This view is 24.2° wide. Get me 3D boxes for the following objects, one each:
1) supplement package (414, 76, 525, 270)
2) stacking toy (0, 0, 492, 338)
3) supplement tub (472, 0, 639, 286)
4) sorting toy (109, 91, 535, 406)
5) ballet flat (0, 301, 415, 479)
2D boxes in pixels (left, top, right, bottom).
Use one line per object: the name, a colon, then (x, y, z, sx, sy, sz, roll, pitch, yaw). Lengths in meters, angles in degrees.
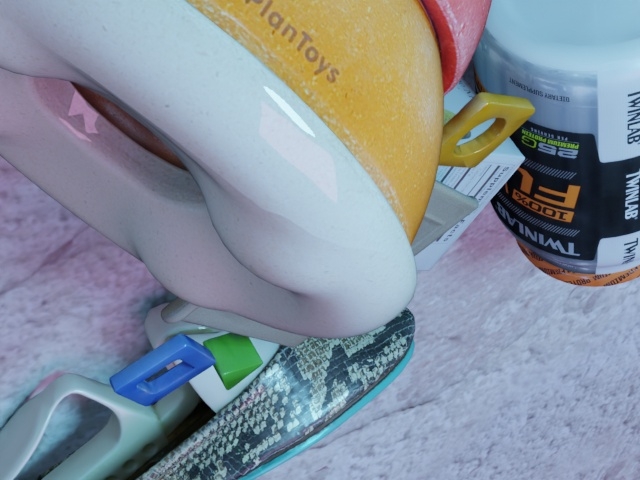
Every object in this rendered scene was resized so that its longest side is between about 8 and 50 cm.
supplement package: (0.008, -0.071, 1.118, 0.244, 0.139, 0.134, 2, 136, -45)
stacking toy: (0.011, -0.215, 0.842, 0.480, 0.351, 0.350, -54, 149, -16)
supplement tub: (0.227, -0.108, 1.235, 0.194, 0.193, 0.316, -31, 145, -11)
sorting toy: (0.000, 0.000, 1.029, 0.348, 0.047, 0.196, -38, 157, 18)
ballet flat: (-0.145, 0.166, 1.261, 0.483, 0.164, 0.182, -38, 113, 0)
